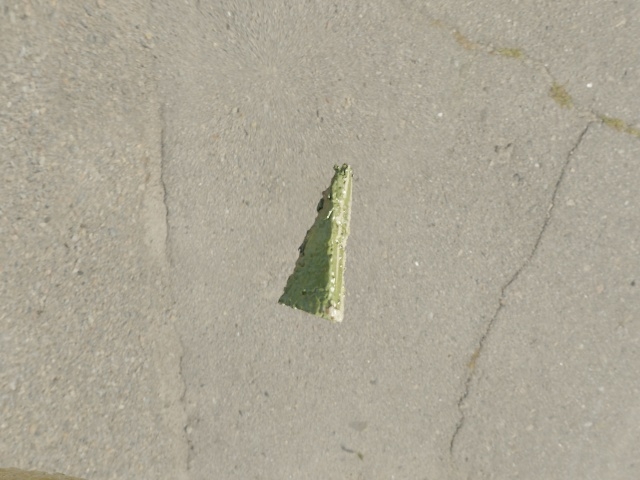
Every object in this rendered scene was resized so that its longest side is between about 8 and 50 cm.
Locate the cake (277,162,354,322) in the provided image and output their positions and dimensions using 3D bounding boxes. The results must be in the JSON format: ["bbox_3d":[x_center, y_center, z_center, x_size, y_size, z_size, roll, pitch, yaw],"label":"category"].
[{"bbox_3d":[0.000,0.000,0.408,0.055,0.051,0.139,2,75,17],"label":"cake"}]

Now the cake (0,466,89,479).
[{"bbox_3d":[-0.190,0.287,0.242,0.223,0.227,0.285,7,67,8],"label":"cake"}]
